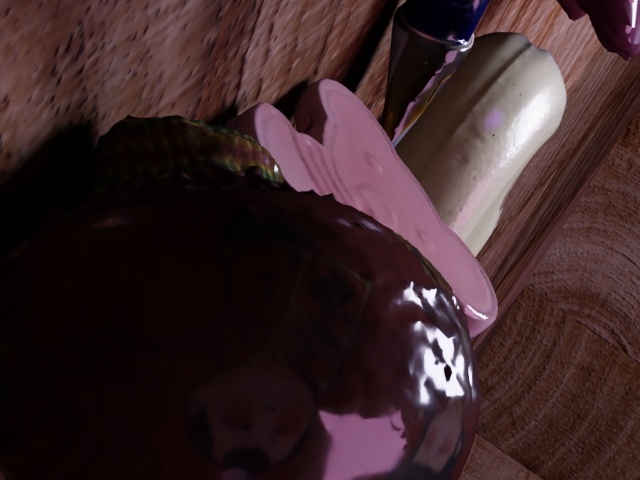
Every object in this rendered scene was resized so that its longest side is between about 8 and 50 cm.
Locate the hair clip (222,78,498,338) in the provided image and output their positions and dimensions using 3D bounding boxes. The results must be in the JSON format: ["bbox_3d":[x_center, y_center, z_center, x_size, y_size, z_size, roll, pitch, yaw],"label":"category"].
[{"bbox_3d":[0.010,-0.006,0.681,0.102,0.123,0.138,-32,170,-13],"label":"hair clip"}]

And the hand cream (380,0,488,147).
[{"bbox_3d":[0.025,-0.055,0.807,0.163,0.039,0.062,-59,-173,33],"label":"hand cream"}]

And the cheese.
[{"bbox_3d":[0.035,0.005,0.965,0.249,0.071,0.163,-50,170,-26],"label":"cheese"}]

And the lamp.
[{"bbox_3d":[-0.034,0.031,0.517,0.157,0.156,0.135,-17,-111,51],"label":"lamp"}]

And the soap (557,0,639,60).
[{"bbox_3d":[0.083,-0.164,0.423,0.220,0.127,0.325,-56,172,6],"label":"soap"}]
